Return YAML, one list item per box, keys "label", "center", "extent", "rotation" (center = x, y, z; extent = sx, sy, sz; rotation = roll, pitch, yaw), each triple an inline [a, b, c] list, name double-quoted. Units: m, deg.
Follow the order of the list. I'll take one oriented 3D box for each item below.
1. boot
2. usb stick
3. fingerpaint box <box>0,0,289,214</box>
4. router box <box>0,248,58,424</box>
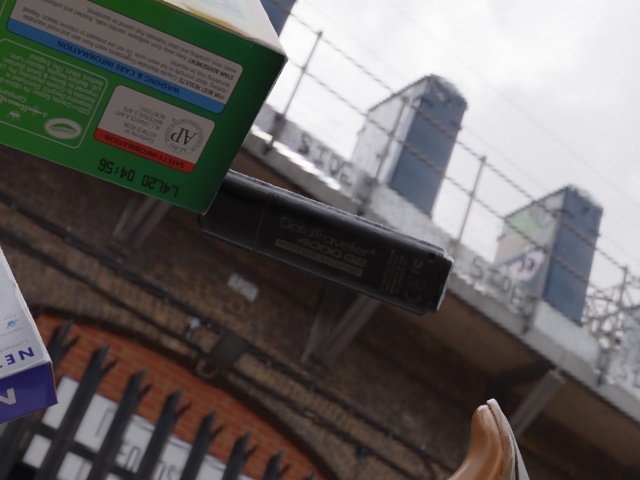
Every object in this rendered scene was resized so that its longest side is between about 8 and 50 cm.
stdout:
- label: "boot"
  center: [0.092, 0.218, 0.868]
  extent: [0.152, 0.197, 0.073]
  rotation: [-15, -54, 13]
- label: "usb stick"
  center: [0.000, 0.000, 1.120]
  extent: [0.278, 0.077, 0.045]
  rotation: [20, 11, 13]
- label: "fingerpaint box"
  center: [-0.285, -0.235, 0.897]
  extent: [0.444, 0.371, 0.163]
  rotation: [19, -66, -24]
- label: "router box"
  center: [-0.518, 0.118, 1.270]
  extent: [0.301, 0.335, 0.082]
  rotation: [52, -30, 38]
